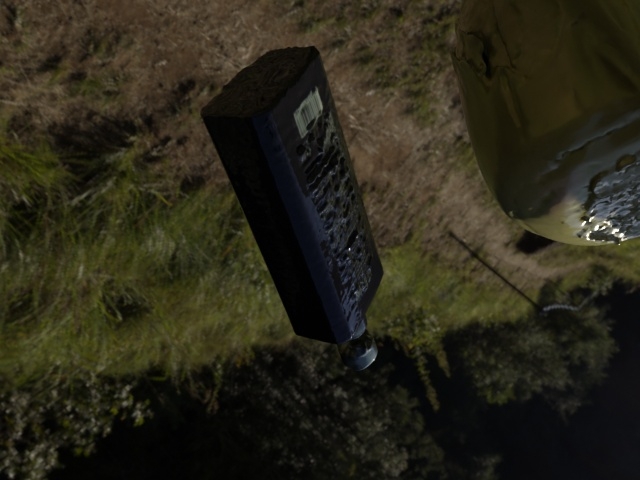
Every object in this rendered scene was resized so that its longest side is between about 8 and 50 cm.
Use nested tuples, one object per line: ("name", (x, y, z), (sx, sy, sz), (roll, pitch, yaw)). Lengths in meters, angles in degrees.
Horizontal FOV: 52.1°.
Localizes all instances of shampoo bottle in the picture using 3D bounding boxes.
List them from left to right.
("shampoo bottle", (0.000, 0.001, 0.556), (0.098, 0.071, 0.309), (-59, 142, -40))

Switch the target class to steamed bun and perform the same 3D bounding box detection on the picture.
("steamed bun", (0.212, -0.114, 0.549), (0.273, 0.232, 0.166), (9, 143, -47))
